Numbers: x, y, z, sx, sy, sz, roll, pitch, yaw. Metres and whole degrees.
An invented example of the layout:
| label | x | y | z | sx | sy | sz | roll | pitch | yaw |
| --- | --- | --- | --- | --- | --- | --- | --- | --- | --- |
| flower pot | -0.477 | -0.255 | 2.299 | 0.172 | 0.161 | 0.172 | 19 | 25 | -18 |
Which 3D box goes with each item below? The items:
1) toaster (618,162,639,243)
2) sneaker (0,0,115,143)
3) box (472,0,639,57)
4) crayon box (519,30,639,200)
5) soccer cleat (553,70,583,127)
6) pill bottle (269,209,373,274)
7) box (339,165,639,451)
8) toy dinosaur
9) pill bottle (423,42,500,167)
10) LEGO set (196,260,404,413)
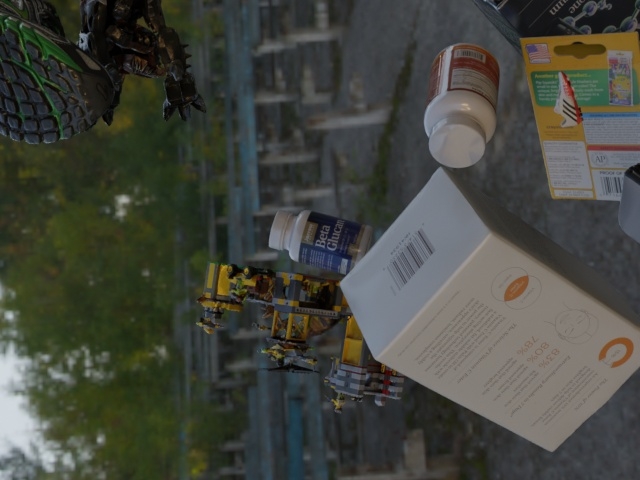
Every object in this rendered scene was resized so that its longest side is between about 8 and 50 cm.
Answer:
| label | x | y | z | sx | sy | sz | roll | pitch | yaw |
| --- | --- | --- | --- | --- | --- | --- | --- | --- | --- |
| toaster | 0.557 | -0.045 | 1.521 | 0.186 | 0.168 | 0.110 | 47 | 146 | 44 |
| sneaker | -0.321 | -0.214 | 1.106 | 0.343 | 0.146 | 0.134 | 31 | 139 | 38 |
| box | 0.498 | -0.466 | 1.995 | 0.395 | 0.293 | 0.212 | 36 | -167 | -37 |
| crayon box | 0.474 | -0.221 | 1.771 | 0.083 | 0.203 | 0.323 | -51 | -47 | -40 |
| soccer cleat | 0.338 | -0.194 | 1.445 | 0.029 | 0.035 | 0.083 | -80 | -31 | -58 |
| pill bottle | 0.000 | 0.000 | 1.822 | 0.094 | 0.169 | 0.094 | 14 | -90 | -83 |
| box | 0.234 | 0.096 | 1.359 | 0.215 | 0.345 | 0.168 | -49 | 32 | 16 |
| toy dinosaur | -0.251 | -0.260 | 1.286 | 0.322 | 0.164 | 0.219 | 78 | 177 | -74 |
| pill bottle | 0.236 | -0.225 | 1.747 | 0.121 | 0.121 | 0.216 | 90 | -171 | -45 |
| LEGO set | -0.022 | 0.147 | 1.526 | 0.331 | 0.254 | 0.192 | 12 | -95 | -52 |
